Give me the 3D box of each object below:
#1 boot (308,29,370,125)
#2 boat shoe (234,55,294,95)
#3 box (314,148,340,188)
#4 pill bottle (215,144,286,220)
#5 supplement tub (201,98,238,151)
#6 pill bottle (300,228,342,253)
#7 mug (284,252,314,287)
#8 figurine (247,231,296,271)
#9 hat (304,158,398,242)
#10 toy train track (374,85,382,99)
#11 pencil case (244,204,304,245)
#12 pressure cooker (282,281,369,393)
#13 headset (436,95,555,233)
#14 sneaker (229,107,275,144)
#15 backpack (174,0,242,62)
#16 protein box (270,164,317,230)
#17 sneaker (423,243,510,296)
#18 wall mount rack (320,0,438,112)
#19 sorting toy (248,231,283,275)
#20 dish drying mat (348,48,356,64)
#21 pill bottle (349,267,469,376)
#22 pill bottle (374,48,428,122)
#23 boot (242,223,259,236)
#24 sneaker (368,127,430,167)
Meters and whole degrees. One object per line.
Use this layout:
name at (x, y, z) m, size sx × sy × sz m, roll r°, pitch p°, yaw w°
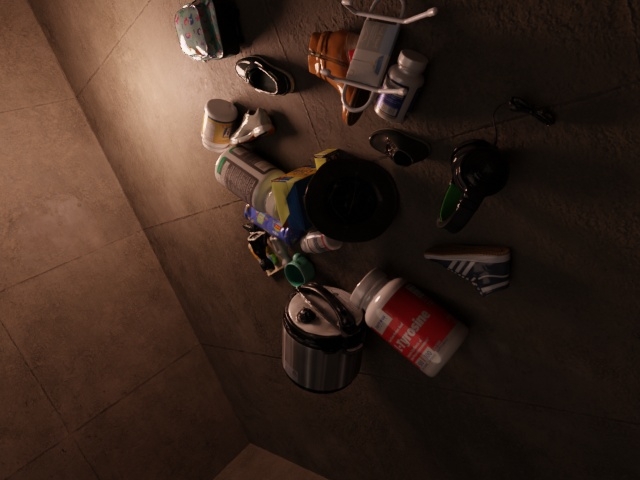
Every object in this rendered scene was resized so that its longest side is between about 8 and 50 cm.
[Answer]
boot at (0.048, -0.537, 1.369) m, size 0.220 × 0.109 × 0.283 m, roll 21°, pitch 122°, yaw 27°
boat shoe at (-0.238, -0.639, 1.609) m, size 0.303 × 0.091 × 0.114 m, roll 27°, pitch 131°, yaw 30°
box at (0.042, -0.229, 1.604) m, size 0.058 × 0.087 × 0.232 m, roll 11°, pitch 121°, yaw 40°
pill bottle at (-0.268, -0.248, 1.804) m, size 0.361 × 0.204 × 0.204 m, roll 36°, pitch 135°, yaw 24°
supplement tub at (-0.455, -0.512, 1.863) m, size 0.144 × 0.144 × 0.199 m, roll 43°, pitch 138°, yaw 16°
pill bottle at (0.000, 0.000, 1.775) m, size 0.180 × 0.108 × 0.107 m, roll -14°, pitch 104°, yaw 48°
mug at (-0.085, 0.137, 1.954) m, size 0.129 × 0.097 × 0.157 m, roll 48°, pitch 138°, yaw 11°
figurine at (-0.227, 0.062, 2.035) m, size 0.215 × 0.092 × 0.209 m, roll -2°, pitch 119°, yaw 28°
hat at (0.110, -0.142, 1.525) m, size 0.331 × 0.331 × 0.134 m, roll 58°, pitch -179°, yaw -1°
toy train track at (0.201, -0.470, 1.350) m, size 0.083 × 0.014 × 0.048 m, roll 42°, pitch 130°, yaw 9°
pencil case at (-0.212, -0.092, 1.913) m, size 0.306 × 0.119 × 0.133 m, roll 30°, pitch 119°, yaw 28°
pressure cooker at (0.018, 0.397, 1.794) m, size 0.370 × 0.375 × 0.420 m, roll 8°, pitch 121°, yaw 8°
headset at (0.456, -0.191, 1.139) m, size 0.185 × 0.243 × 0.394 m, roll 23°, pitch 115°, yaw 2°
sneaker at (-0.303, -0.489, 1.781) m, size 0.263 × 0.099 × 0.121 m, roll -9°, pitch 101°, yaw 39°
backpack at (-0.459, -0.826, 1.645) m, size 0.254 × 0.191 × 0.225 m, roll 19°, pitch 128°, yaw 42°
protein box at (-0.060, -0.173, 1.649) m, size 0.136 × 0.201 × 0.199 m, roll 10°, pitch 121°, yaw 41°
sneaker at (0.481, 0.097, 1.374) m, size 0.282 × 0.099 × 0.153 m, roll 2°, pitch 114°, yaw 41°
wall mount rack at (0.165, -0.530, 1.161) m, size 0.304 × 0.130 × 0.349 m, roll 26°, pitch 105°, yaw 28°
sorting toy at (-0.283, 0.075, 2.153) m, size 0.193 × 0.038 × 0.208 m, roll -31°, pitch 91°, yaw 50°
dish drying mat at (0.108, -0.543, 1.276) m, size 0.032 × 0.008 × 0.083 m, roll -8°, pitch 98°, yaw 26°
pill bottle at (0.319, 0.290, 1.555) m, size 0.408 × 0.229 × 0.229 m, roll 38°, pitch 136°, yaw 20°
pill bottle at (0.243, -0.459, 1.240) m, size 0.112 × 0.112 × 0.186 m, roll 40°, pitch 136°, yaw 18°
boot at (-0.355, -0.036, 2.126) m, size 0.121 × 0.045 × 0.099 m, roll 6°, pitch 104°, yaw 46°
sneaker at (0.231, -0.303, 1.345) m, size 0.222 × 0.118 × 0.083 m, roll 23°, pitch 129°, yaw 33°
